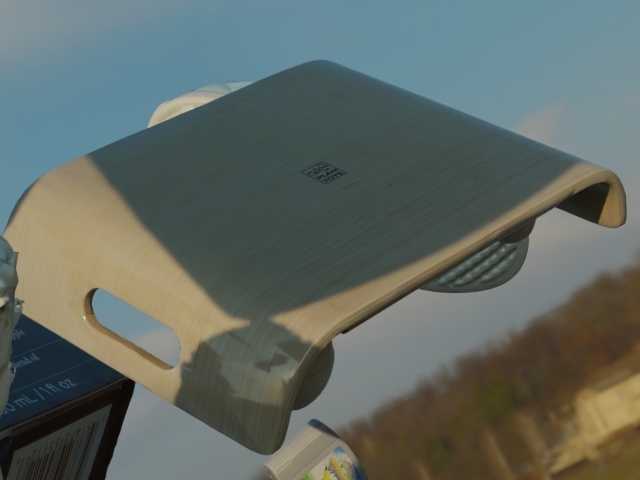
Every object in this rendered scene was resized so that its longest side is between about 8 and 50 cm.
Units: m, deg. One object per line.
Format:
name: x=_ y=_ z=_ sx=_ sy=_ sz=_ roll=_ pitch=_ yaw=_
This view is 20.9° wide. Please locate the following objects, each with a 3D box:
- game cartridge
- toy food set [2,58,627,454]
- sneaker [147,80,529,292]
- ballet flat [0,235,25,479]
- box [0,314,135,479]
game cartridge: x=0.003 y=0.162 z=1.147 sx=0.056 sy=0.083 sz=0.017 roll=-42 pitch=26 yaw=-23
toy food set: x=0.000 y=0.000 z=0.996 sx=0.306 sy=0.220 sz=0.092 roll=-28 pitch=-49 yaw=-40
sneaker: x=0.031 y=-0.072 z=1.608 sx=0.150 sy=0.366 sz=0.135 roll=-50 pitch=-20 yaw=-60
ballet flat: x=-0.158 y=0.175 z=0.532 sx=0.147 sy=0.409 sz=0.147 roll=10 pitch=1 yaw=0
box: x=-0.338 y=0.079 z=1.175 sx=0.191 sy=0.381 sz=0.143 roll=-23 pitch=-45 yaw=-67
